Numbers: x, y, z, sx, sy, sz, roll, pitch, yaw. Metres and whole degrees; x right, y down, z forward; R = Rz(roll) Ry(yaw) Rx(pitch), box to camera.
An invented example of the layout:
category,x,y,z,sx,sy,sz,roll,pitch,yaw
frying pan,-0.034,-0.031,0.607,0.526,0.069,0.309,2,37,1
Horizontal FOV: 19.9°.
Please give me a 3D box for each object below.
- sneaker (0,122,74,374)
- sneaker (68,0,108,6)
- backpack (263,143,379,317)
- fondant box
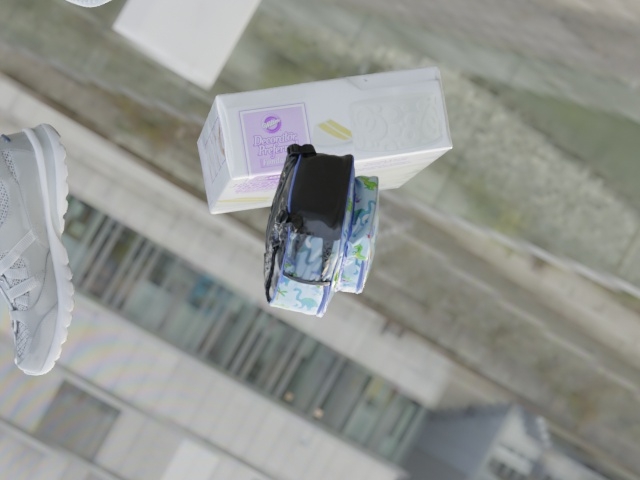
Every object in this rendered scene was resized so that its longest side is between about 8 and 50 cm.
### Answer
category,x,y,z,sx,sy,sz,roll,pitch,yaw
sneaker,-0.338,0.012,1.997,0.115,0.281,0.105,-6,-165,-21
sneaker,-0.216,-0.356,2.132,0.282,0.161,0.102,5,131,46
backpack,0.000,0.000,1.403,0.084,0.114,0.105,13,-138,-5
fondant box,-0.005,-0.107,2.039,0.238,0.096,0.330,-8,174,-8
